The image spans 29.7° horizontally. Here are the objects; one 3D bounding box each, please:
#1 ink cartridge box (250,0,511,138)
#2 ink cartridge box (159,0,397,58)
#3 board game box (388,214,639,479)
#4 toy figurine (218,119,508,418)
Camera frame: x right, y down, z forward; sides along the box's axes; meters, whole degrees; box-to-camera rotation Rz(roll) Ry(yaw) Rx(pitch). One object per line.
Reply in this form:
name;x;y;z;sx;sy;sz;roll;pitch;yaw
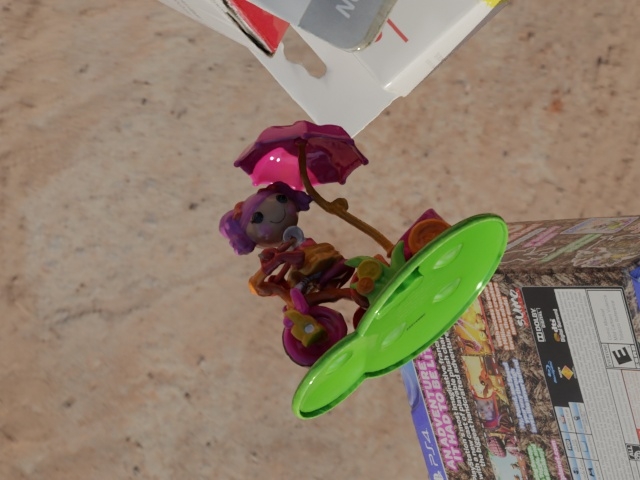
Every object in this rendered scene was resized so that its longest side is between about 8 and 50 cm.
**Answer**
ink cartridge box;0.073;-0.265;1.019;0.353;0.119;0.207;-43;85;10
ink cartridge box;-0.019;-0.263;0.583;0.271;0.130;0.309;29;91;10
board game box;0.217;0.109;1.081;0.141;0.291;0.232;-26;105;-38
toy figurine;0.000;0.000;0.752;0.173;0.159;0.130;-39;155;-15
